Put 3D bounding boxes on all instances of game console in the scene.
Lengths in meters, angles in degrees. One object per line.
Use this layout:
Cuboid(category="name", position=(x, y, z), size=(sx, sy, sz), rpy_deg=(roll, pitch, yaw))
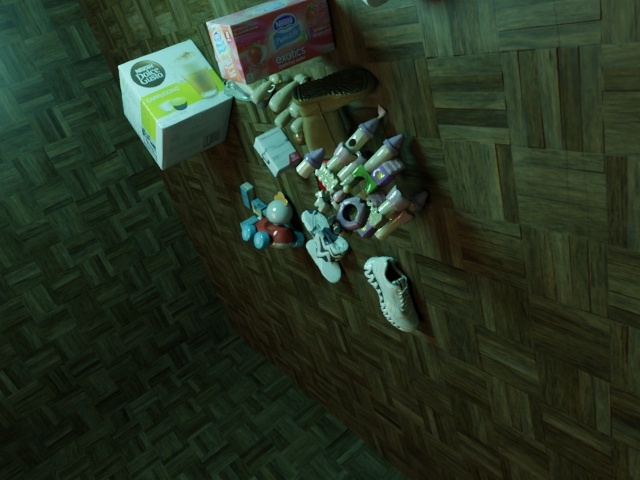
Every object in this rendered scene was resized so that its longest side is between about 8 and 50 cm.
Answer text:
Cuboid(category="game console", position=(0.019, -0.233, 1.761), size=(0.124, 0.085, 0.144), rpy_deg=(-3, 122, 26))

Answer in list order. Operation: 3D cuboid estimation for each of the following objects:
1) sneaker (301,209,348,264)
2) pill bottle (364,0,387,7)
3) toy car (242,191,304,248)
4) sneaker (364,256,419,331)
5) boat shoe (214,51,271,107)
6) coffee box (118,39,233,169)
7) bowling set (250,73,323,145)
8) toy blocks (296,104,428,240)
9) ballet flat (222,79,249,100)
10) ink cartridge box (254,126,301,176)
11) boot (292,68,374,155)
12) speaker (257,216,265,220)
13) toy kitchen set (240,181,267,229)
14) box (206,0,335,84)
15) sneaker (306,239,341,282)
Cuboid(category="sneaker", position=(0.000, 0.000, 1.963), size=(0.235, 0.094, 0.153), rpy_deg=(41, 143, 12))
Cuboid(category="pill bottle", position=(0.062, -0.635, 1.058), size=(0.265, 0.153, 0.153), rpy_deg=(52, 154, 13))
Cuboid(category="toy car", position=(-0.192, -0.098, 2.145), size=(0.210, 0.219, 0.238), rpy_deg=(27, 112, 49))
Cuboid(category="sneaker", position=(0.261, 0.184, 1.706), size=(0.118, 0.110, 0.292), rpy_deg=(-23, 99, 56))
Cuboid(category="boat shoe", position=(-0.285, -0.587, 1.805), size=(0.285, 0.102, 0.092), rpy_deg=(43, 147, 15))
Cuboid(category="coffee box", position=(-0.620, -0.579, 2.136), size=(0.334, 0.337, 0.338), rpy_deg=(54, 155, 8))
Cuboid(category="bowling set", position=(-0.071, -0.424, 1.597), size=(0.287, 0.154, 0.200), rpy_deg=(32, 163, 40))
Cuboid(category="toy blocks", position=(0.137, -0.182, 1.338), size=(0.260, 0.309, 0.289), rpy_deg=(-43, 67, 22))
Cuboid(category="ballet flat", position=(-0.313, -0.580, 1.900), size=(0.213, 0.072, 0.068), rpy_deg=(28, 134, 46))
Cuboid(category="ink cartridge box", position=(-0.162, -0.333, 1.859), size=(0.151, 0.109, 0.063), rpy_deg=(55, 158, 5))
Cuboid(category="boot", position=(0.052, -0.361, 1.441), size=(0.269, 0.236, 0.089), rpy_deg=(63, -156, -62))
Cuboid(category="speaker", position=(-0.256, -0.060, 2.407), size=(0.136, 0.055, 0.055), rpy_deg=(43, 151, 29))
Cuboid(category="toy kitchen set", position=(-0.343, -0.147, 2.331), size=(0.207, 0.166, 0.122), rpy_deg=(39, 149, 34))
Cuboid(category="box", position=(-0.126, -0.546, 1.327), size=(0.142, 0.299, 0.154), rpy_deg=(32, 144, 46))
Cuboid(category="sneaker", position=(0.017, 0.094, 2.084), size=(0.212, 0.080, 0.094), rpy_deg=(56, 167, 20))
